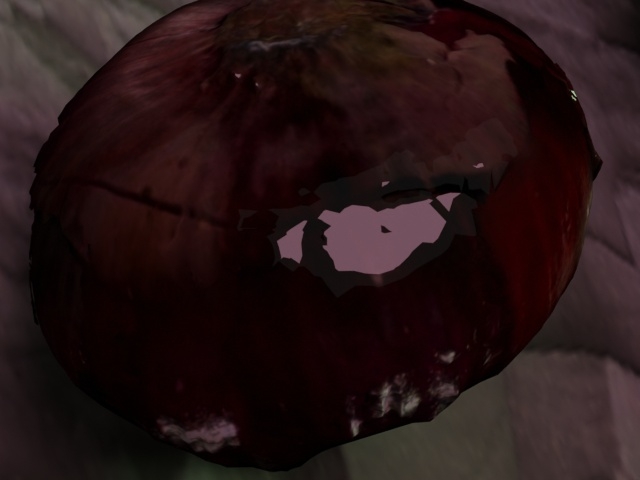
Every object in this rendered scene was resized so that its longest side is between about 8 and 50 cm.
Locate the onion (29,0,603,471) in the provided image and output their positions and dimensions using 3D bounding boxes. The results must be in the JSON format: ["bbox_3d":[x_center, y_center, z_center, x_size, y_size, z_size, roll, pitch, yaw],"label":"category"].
[{"bbox_3d":[0.000,0.000,0.639,0.252,0.219,0.252,-12,34,8],"label":"onion"}]
